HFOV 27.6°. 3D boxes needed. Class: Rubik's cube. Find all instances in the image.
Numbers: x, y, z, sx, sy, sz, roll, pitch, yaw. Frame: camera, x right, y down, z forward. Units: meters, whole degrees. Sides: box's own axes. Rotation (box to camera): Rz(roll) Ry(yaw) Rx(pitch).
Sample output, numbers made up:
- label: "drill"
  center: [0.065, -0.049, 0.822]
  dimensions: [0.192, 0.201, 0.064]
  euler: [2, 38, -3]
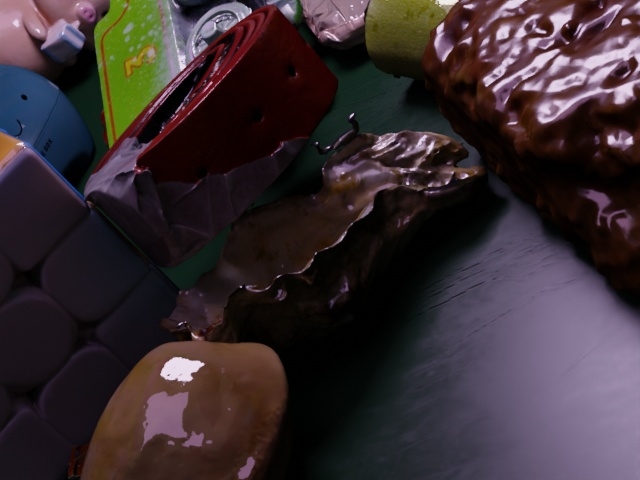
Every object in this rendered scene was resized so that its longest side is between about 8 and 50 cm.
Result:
- label: "Rubik's cube"
  center: [-0.359, 0.067, 1.388]
  dimensions: [0.291, 0.290, 0.292]
  euler: [-48, 32, -12]

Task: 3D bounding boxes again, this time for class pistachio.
- label: "pistachio"
  center: [-0.115, 0.206, 1.082]
  dimensions: [0.213, 0.163, 0.260]
  euler: [-26, 41, 53]

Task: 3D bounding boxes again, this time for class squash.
- label: "squash"
  center: [0.142, -0.225, 1.385]
  dimensions: [0.187, 0.123, 0.123]
  euler: [17, 63, 51]

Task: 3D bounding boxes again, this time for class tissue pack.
- label: "tissue pack"
  center: [-0.459, -0.104, 1.797]
  dimensions: [0.198, 0.206, 0.287]
  euler: [-17, 37, 36]

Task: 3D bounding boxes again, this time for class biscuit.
- label: "biscuit"
  center: [0.281, -0.168, 1.109]
  dimensions: [0.343, 0.166, 0.395]
  euler: [-37, 31, -1]

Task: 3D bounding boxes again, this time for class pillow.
- label: "pillow"
  center: [0.044, -0.326, 1.661]
  dimensions: [0.173, 0.067, 0.270]
  euler: [-35, 32, 1]

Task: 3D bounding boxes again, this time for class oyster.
- label: "oyster"
  center: [-0.002, -0.001, 1.240]
  dimensions: [0.337, 0.133, 0.198]
  euler: [-40, 33, -8]

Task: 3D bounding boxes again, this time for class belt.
- label: "belt"
  center: [-0.112, -0.102, 1.315]
  dimensions: [0.227, 0.115, 0.324]
  euler: [-28, 21, 43]

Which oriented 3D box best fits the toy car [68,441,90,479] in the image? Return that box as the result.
- label: "toy car"
  center: [-0.192, 0.201, 1.285]
  dimensions: [0.122, 0.035, 0.059]
  euler: [-33, 28, 15]

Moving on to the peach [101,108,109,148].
- label: "peach"
  center: [-0.243, -0.156, 1.730]
  dimensions: [0.101, 0.100, 0.100]
  euler: [-28, 33, 20]

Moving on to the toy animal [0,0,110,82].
- label: "toy animal"
  center: [-0.430, -0.369, 2.115]
  dimensions: [0.256, 0.195, 0.212]
  euler: [-26, 42, 19]

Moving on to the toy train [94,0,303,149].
- label: "toy train"
  center: [-0.143, -0.215, 1.592]
  dimensions: [0.249, 0.173, 0.307]
  euler: [-31, 49, 21]
